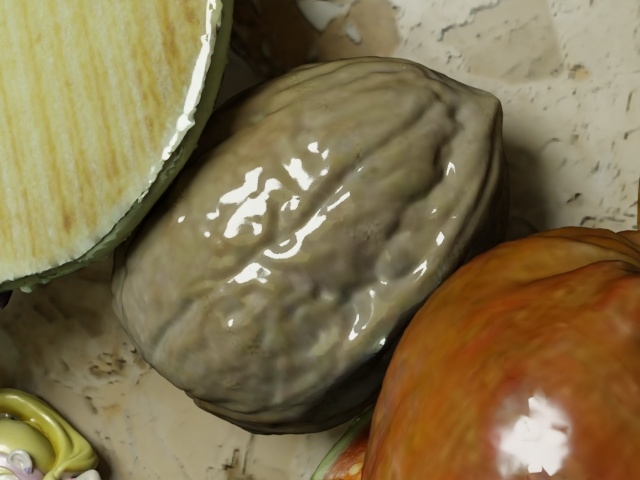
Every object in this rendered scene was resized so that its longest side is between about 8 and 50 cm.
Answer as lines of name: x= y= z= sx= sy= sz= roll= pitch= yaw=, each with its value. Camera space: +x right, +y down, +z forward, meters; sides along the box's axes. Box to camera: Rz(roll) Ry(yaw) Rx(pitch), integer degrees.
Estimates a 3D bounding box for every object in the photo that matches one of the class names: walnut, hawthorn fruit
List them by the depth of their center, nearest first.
hawthorn fruit: x=0.141 y=0.122 z=0.570 sx=0.258 sy=0.258 sz=0.262 roll=-9 pitch=91 yaw=18
walnut: x=0.000 y=-0.001 z=0.658 sx=0.230 sy=0.178 sz=0.178 roll=-39 pitch=88 yaw=13

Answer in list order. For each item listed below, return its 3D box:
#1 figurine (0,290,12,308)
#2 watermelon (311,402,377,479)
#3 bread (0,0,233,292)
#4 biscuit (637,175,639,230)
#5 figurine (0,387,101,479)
figurine: x=-0.331 y=0.150 z=0.735 sx=0.211 sy=0.253 sz=0.361 roll=24 pitch=111 yaw=-3
watermelon: x=0.062 y=0.114 z=0.698 sx=0.125 sy=0.094 sz=0.135 roll=26 pitch=105 yaw=23
bread: x=-0.149 y=-0.101 z=0.652 sx=0.267 sy=0.040 sz=0.267 roll=-5 pitch=80 yaw=31
biscuit: x=0.254 y=0.003 z=0.652 sx=0.228 sy=0.031 sz=0.176 roll=47 pitch=111 yaw=4
figurine: x=-0.143 y=0.158 z=0.780 sx=0.187 sy=0.083 sz=0.083 roll=24 pitch=106 yaw=10
